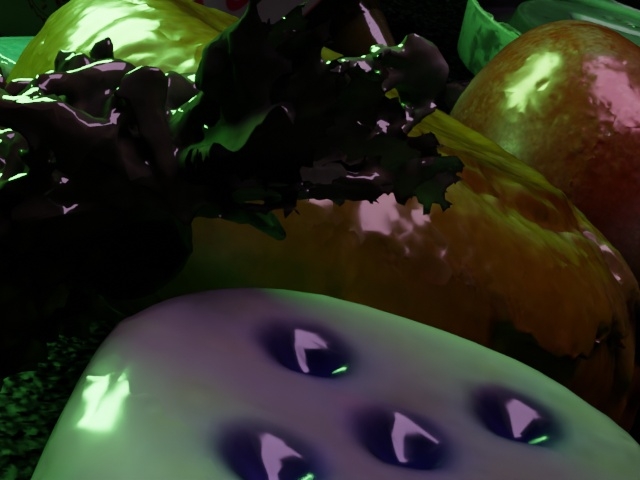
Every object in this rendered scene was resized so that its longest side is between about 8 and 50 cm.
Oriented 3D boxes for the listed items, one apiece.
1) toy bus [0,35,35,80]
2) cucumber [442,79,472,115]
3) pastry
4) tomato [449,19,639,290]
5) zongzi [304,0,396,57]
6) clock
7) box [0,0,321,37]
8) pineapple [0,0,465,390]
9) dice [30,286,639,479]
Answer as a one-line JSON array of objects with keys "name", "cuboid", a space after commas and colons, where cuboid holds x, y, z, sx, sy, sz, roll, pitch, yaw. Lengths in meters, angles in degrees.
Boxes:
[{"name": "toy bus", "cuboid": [-0.122, -0.080, 1.024, 0.091, 0.109, 0.262, 26, 23, 33]}, {"name": "cucumber", "cuboid": [0.192, -0.091, 1.308, 0.241, 0.074, 0.074, -2, 30, -40]}, {"name": "pastry", "cuboid": [0.000, 0.000, 0.795, 0.356, 0.164, 0.356, 30, 11, -6]}, {"name": "tomato", "cuboid": [0.168, -0.027, 1.001, 0.208, 0.184, 0.208, 35, 8, -6]}, {"name": "zongzi", "cuboid": [0.021, -0.231, 1.434, 0.274, 0.125, 0.251, 30, 33, 21]}, {"name": "clock", "cuboid": [0.290, -0.168, 1.550, 0.325, 0.067, 0.325, 15, 23, -7]}, {"name": "box", "cuboid": [-0.138, -0.325, 1.184, 0.314, 0.312, 0.300, 28, 55, 24]}, {"name": "pineapple", "cuboid": [-0.123, -0.012, 0.602, 0.361, 0.175, 0.175, -16, 12, 23]}, {"name": "dice", "cuboid": [-0.006, 0.139, 0.505, 0.194, 0.193, 0.192, 16, 22, 0]}]
